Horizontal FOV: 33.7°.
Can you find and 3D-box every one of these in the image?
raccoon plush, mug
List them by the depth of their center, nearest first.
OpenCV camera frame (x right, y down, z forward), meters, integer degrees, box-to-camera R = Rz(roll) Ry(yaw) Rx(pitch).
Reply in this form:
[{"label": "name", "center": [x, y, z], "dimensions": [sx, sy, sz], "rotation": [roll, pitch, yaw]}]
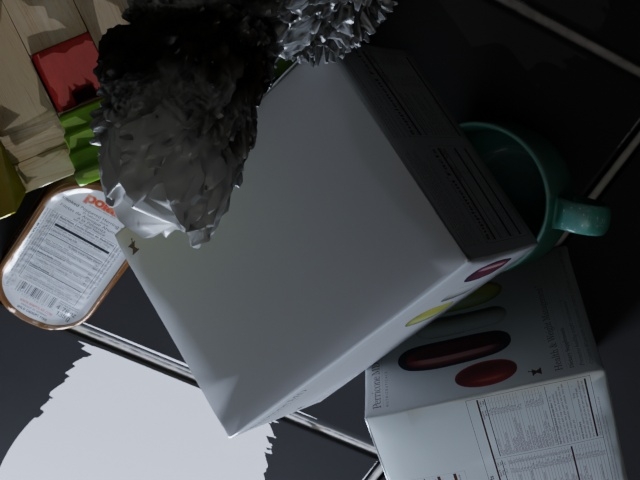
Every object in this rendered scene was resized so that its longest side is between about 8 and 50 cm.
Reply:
[{"label": "raccoon plush", "center": [0.039, -0.223, 0.626], "dimensions": [0.216, 0.446, 0.299], "rotation": [22, 140, -31]}, {"label": "mug", "center": [0.160, -0.029, 0.907], "dimensions": [0.157, 0.097, 0.129], "rotation": [47, 115, 18]}]

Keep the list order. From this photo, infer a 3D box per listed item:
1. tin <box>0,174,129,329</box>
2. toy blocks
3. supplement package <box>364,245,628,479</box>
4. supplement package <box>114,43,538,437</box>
[{"label": "tin", "center": [-0.237, 0.011, 1.009], "dimensions": [0.106, 0.040, 0.189], "rotation": [29, 119, -20]}, {"label": "toy blocks", "center": [-0.233, -0.183, 0.816], "dimensions": [0.381, 0.190, 0.260], "rotation": [-21, 111, 2]}, {"label": "supplement package", "center": [0.156, 0.134, 0.979], "dimensions": [0.203, 0.194, 0.149], "rotation": [-14, 120, 10]}, {"label": "supplement package", "center": [0.000, 0.000, 0.864], "dimensions": [0.262, 0.145, 0.204], "rotation": [-40, 74, 28]}]
